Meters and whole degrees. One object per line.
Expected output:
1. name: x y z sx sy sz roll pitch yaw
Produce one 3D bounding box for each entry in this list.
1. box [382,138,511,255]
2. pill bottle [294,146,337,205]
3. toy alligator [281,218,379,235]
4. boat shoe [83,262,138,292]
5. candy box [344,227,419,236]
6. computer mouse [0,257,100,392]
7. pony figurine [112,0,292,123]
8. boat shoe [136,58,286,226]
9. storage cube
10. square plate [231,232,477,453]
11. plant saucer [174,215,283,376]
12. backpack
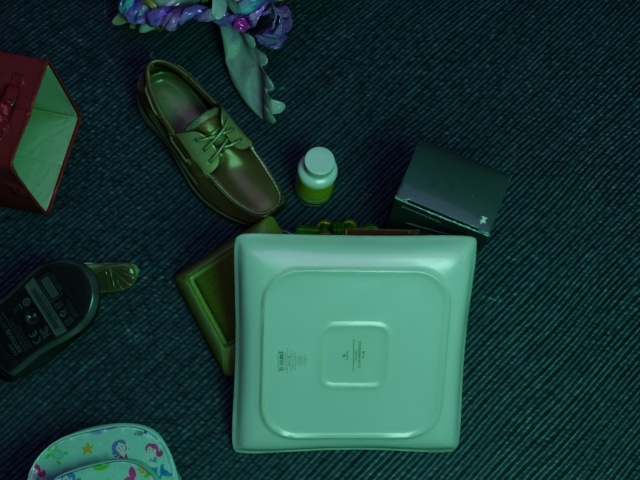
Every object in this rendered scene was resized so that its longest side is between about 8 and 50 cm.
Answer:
1. box: 0.188 -0.045 1.568 0.153 0.207 0.108 23 70 3
2. pill bottle: -0.007 -0.104 1.620 0.065 0.116 0.065 2 71 -4
3. toy alligator: 0.000 0.000 1.623 0.189 0.056 0.051 -2 114 0
4. boat shoe: -0.359 0.059 1.571 0.153 0.048 0.056 -11 97 -2
5. candy box: 0.081 0.037 1.540 0.109 0.187 0.053 2 68 -5
6. computer mouse: -0.439 0.123 1.515 0.272 0.072 0.189 -31 78 5
7. pony figurine: -0.135 -0.404 1.664 0.363 0.303 0.351 -35 45 -12
8. boat shoe: -0.184 -0.160 1.622 0.122 0.120 0.324 -41 78 -17
9. storage cube: -0.503 -0.168 1.552 0.193 0.215 0.184 11 70 6
10. square plate: 0.046 0.161 1.461 0.343 0.049 0.347 0 108 -5
11. plant saucer: -0.114 0.079 1.544 0.188 0.045 0.188 -33 72 5
12. backpack: -0.289 0.380 1.391 0.225 0.191 0.254 -10 66 -8
